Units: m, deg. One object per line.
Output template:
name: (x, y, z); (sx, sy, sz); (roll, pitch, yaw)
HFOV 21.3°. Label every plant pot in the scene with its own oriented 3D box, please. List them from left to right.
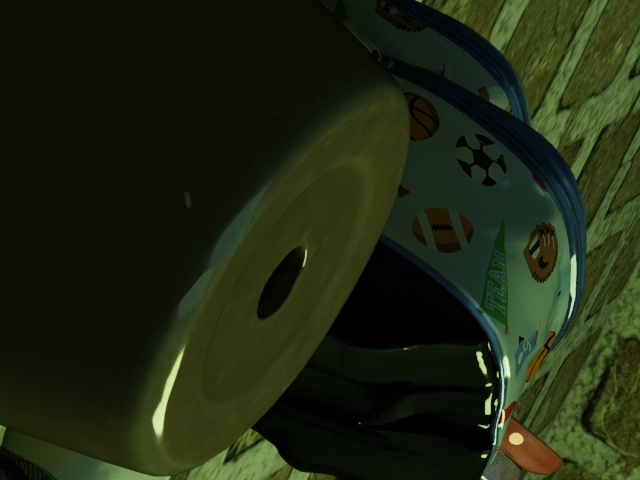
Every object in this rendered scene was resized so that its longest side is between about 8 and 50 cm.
plant pot: (-0.101, -0.041, 0.578); (0.263, 0.229, 0.263); (-51, 162, -24)

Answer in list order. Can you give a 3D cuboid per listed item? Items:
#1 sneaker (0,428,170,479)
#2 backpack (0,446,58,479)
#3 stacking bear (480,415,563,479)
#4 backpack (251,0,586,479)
sneaker: (-0.123, 0.167, 0.842); (0.129, 0.111, 0.297); (-67, 164, -44)
backpack: (-0.211, 0.124, 0.624); (0.144, 0.188, 0.166); (2, 116, -64)
stacking bear: (0.091, 0.281, 1.762); (0.289, 0.175, 0.164); (-50, 164, -1)
backpack: (0.000, 0.000, 0.857); (0.213, 0.263, 0.276); (-50, 160, -26)
